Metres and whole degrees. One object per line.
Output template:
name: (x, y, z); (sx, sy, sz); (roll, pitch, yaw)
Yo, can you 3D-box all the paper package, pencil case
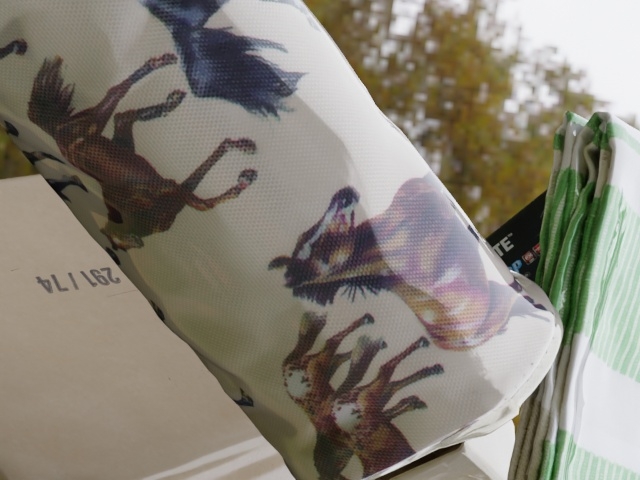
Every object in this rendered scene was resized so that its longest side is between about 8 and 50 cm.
paper package: (-0.168, 0.105, 1.137); (0.309, 0.325, 0.168); (40, -58, 29)
pencil case: (-0.070, -0.064, 0.831); (0.160, 0.410, 0.183); (-45, -166, -19)

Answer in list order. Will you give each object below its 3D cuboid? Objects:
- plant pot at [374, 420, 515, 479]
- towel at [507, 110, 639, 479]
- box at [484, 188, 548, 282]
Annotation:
plant pot: (0.091, 0.156, 1.321); (0.109, 0.096, 0.109); (-29, -142, 28)
towel: (0.181, 0.120, 0.940); (0.038, 0.248, 0.324); (-2, -108, 41)
box: (0.185, 0.003, 1.244); (0.175, 0.220, 0.051); (-40, -105, 15)
